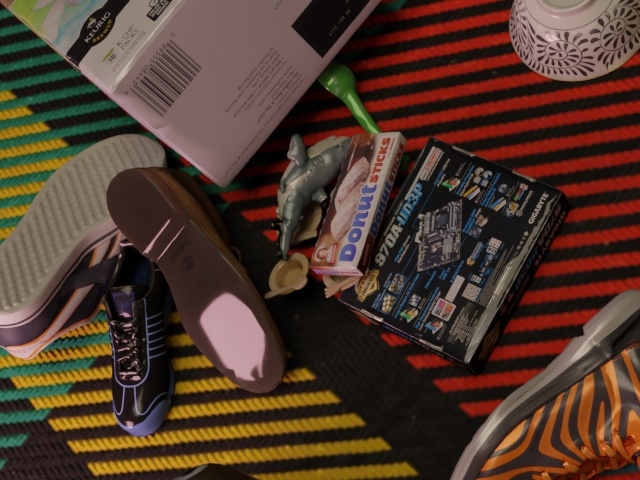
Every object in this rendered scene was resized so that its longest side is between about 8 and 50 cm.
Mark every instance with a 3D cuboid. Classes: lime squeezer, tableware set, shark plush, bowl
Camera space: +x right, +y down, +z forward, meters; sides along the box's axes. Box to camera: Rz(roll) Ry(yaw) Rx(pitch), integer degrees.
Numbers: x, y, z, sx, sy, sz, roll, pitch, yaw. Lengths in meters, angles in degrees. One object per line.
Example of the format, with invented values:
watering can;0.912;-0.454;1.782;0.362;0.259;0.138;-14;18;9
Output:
lime squeezer;-0.020;-0.169;1.615;0.310;0.059;0.110;14;109;26
tableware set;0.000;0.000;1.516;0.141;0.020;0.168;-19;46;29
shark plush;-0.017;-0.057;1.528;0.067;0.073;0.161;16;60;22
bowl;0.287;-0.273;1.498;0.170;0.080;0.170;-8;69;21

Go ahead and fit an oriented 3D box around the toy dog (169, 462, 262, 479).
toy dog;-0.140;0.423;1.306;0.395;0.284;0.408;8;74;12

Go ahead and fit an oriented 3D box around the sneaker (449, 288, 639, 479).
sneaker;0.273;0.208;1.295;0.321;0.124;0.180;-47;59;0

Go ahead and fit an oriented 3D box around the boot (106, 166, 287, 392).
boot;-0.118;0.035;1.543;0.112;0.115;0.305;-40;79;29

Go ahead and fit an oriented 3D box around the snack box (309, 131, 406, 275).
snack box;0.043;-0.042;1.483;0.064;0.022;0.178;1;60;34

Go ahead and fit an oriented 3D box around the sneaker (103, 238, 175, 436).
sneaker;-0.221;0.110;1.560;0.081;0.090;0.232;-7;68;20

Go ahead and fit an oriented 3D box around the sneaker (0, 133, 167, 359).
sneaker;-0.302;0.007;1.627;0.126;0.127;0.321;26;57;23

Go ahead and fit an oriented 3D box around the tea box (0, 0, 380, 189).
tea box;-0.150;-0.298;1.576;0.329;0.220;0.323;-51;44;-2

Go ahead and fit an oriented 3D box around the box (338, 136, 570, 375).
box;0.148;0.014;1.463;0.175;0.051;0.220;25;82;29
